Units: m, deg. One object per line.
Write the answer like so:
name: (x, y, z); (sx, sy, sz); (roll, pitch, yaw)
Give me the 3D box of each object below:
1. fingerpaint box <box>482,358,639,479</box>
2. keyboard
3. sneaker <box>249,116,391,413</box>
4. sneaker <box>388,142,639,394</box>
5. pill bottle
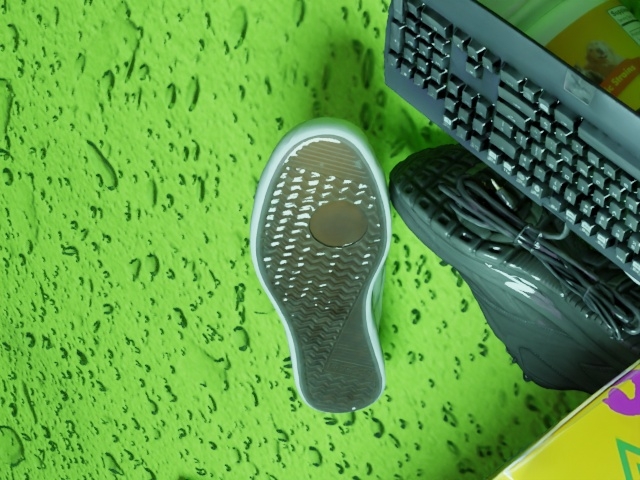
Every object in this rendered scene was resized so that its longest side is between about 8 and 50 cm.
fingerpaint box: (0.212, 0.336, 1.117); (0.371, 0.163, 0.445); (51, 150, 10)
keyboard: (0.151, -0.028, 0.967); (0.317, 0.033, 0.201); (42, 155, 30)
sneaker: (0.000, 0.000, 1.215); (0.106, 0.123, 0.290); (-2, 134, 0)
sneaker: (0.155, 0.039, 1.131); (0.286, 0.109, 0.130); (41, 144, 26)
pill bottle: (0.185, -0.082, 1.020); (0.215, 0.117, 0.117); (49, 136, 12)
